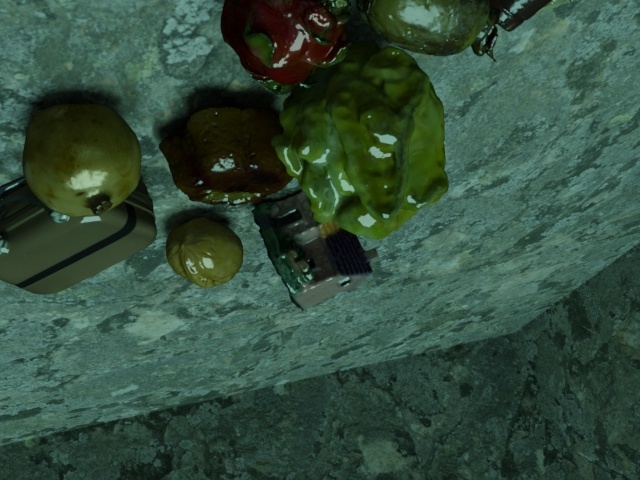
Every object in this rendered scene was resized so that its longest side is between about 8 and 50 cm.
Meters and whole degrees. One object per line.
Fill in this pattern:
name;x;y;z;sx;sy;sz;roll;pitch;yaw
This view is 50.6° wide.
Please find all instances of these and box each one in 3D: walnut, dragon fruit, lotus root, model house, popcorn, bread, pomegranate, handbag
walnut;-0.262;0.027;1.530;0.159;0.159;0.207;-25;160;11
dragon fruit;-0.036;-0.299;0.979;0.200;0.198;0.269;19;162;20
lotus root;0.183;-0.360;1.050;0.278;0.154;0.154;11;144;-24
model house;0.000;0.000;1.581;0.237;0.237;0.202;-25;149;0
popcorn;0.068;-0.164;1.120;0.312;0.312;0.312;-16;155;-8
bread;-0.166;-0.151;1.256;0.247;0.135;0.232;3;160;-45
pomegranate;-0.376;-0.121;1.084;0.196;0.196;0.196;-16;155;-8
handbag;-0.489;-0.032;1.250;0.302;0.149;0.283;-24;153;13

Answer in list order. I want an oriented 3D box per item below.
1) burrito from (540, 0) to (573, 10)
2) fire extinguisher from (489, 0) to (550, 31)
burrito;0.378;-0.424;1.214;0.186;0.041;0.045;-20;-163;-2
fire extinguisher;0.398;-0.470;1.039;0.341;0.105;0.141;-36;176;37
